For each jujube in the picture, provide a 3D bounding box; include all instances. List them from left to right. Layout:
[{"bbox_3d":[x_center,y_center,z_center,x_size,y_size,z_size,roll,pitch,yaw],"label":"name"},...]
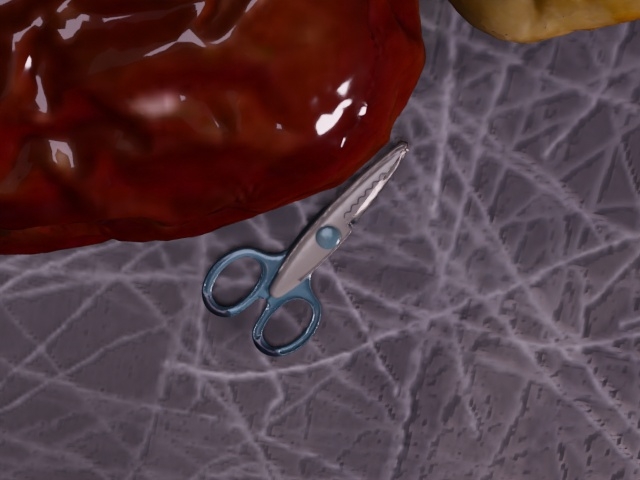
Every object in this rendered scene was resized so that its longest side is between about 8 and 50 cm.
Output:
[{"bbox_3d":[-0.086,-0.083,0.460,0.250,0.174,0.174,-12,102,13],"label":"jujube"}]

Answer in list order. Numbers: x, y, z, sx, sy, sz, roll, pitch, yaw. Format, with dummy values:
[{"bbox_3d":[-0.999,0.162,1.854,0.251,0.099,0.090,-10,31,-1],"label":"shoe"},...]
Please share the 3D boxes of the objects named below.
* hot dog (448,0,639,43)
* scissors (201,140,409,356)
[{"bbox_3d":[0.090,-0.204,0.434,0.150,0.153,0.257,-16,92,32],"label":"hot dog"},{"bbox_3d":[0.000,0.000,0.550,0.058,0.014,0.119,41,102,-13],"label":"scissors"}]
